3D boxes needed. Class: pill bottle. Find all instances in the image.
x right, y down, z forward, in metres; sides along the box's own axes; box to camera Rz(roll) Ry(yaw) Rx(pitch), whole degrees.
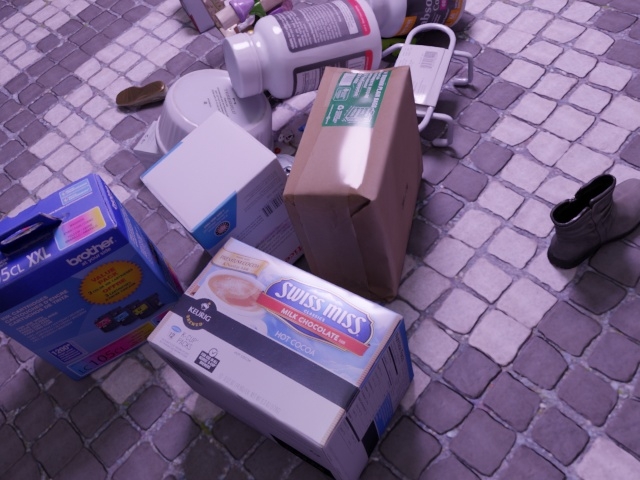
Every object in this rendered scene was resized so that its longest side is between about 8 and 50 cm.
[{"bbox_3d":[-0.042,-0.413,1.326,0.318,0.176,0.176,-18,52,-15],"label":"pill bottle"},{"bbox_3d":[0.200,-0.576,1.455,0.278,0.162,0.162,-18,50,-26],"label":"pill bottle"}]

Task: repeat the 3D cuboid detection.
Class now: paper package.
[{"bbox_3d":[0.077,-0.107,1.120,0.168,0.310,0.325,6,57,18],"label":"paper package"}]

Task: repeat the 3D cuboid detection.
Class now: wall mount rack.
[{"bbox_3d":[0.174,-0.339,1.377,0.303,0.130,0.350,12,60,18],"label":"wall mount rack"}]

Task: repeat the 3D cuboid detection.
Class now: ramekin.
[{"bbox_3d":[-0.233,-0.269,1.366,0.272,0.127,0.273,8,51,-10],"label":"ramekin"}]

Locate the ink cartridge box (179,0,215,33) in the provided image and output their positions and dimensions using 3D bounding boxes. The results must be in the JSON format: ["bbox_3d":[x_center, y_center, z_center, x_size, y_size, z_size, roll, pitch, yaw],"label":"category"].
[{"bbox_3d":[-0.375,-0.712,1.775,0.072,0.127,0.175,-30,53,-4],"label":"ink cartridge box"}]

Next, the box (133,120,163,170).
[{"bbox_3d":[-0.369,-0.218,1.453,0.101,0.087,0.101,12,59,23],"label":"box"}]

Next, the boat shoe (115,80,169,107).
[{"bbox_3d":[-0.480,-0.388,1.635,0.152,0.048,0.056,-14,66,13],"label":"boat shoe"}]

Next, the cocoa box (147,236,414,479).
[{"bbox_3d":[-0.053,0.193,0.993,0.347,0.231,0.228,23,64,27],"label":"cocoa box"}]

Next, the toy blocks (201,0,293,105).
[{"bbox_3d":[-0.130,-0.567,1.507,0.260,0.289,0.309,-34,51,-3],"label":"toy blocks"}]

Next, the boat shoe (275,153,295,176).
[{"bbox_3d":[-0.051,-0.126,1.299,0.079,0.081,0.227,-45,55,5],"label":"boat shoe"}]

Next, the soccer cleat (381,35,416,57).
[{"bbox_3d":[0.162,-0.521,1.547,0.178,0.060,0.072,34,60,24],"label":"soccer cleat"}]

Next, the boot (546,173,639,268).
[{"bbox_3d":[0.503,-0.061,1.066,0.246,0.161,0.083,-36,55,-11],"label":"boot"}]

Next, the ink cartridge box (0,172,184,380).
[{"bbox_3d":[-0.440,0.063,1.085,0.269,0.396,0.151,-30,54,-6],"label":"ink cartridge box"}]

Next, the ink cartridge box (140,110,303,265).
[{"bbox_3d":[-0.162,-0.061,1.167,0.198,0.270,0.197,-43,55,-9],"label":"ink cartridge box"}]

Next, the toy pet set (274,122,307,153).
[{"bbox_3d":[-0.041,-0.224,1.384,0.114,0.065,0.122,-37,55,-11],"label":"toy pet set"}]
